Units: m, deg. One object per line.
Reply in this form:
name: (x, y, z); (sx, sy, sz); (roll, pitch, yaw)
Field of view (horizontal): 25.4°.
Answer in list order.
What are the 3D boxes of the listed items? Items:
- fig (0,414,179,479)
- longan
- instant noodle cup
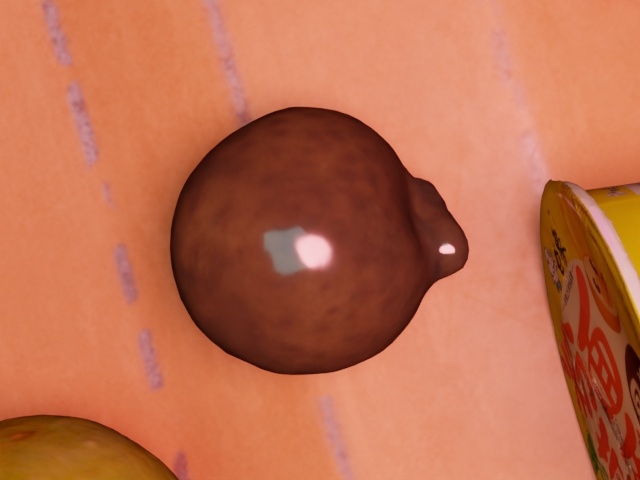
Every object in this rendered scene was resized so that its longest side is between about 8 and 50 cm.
fig: (-0.196, 0.247, 0.922); (0.258, 0.326, 0.258); (-1, 87, 12)
longan: (0.000, 0.000, 0.973); (0.204, 0.159, 0.185); (2, 82, -4)
instant noodle cup: (0.286, 0.083, 0.875); (0.221, 0.311, 0.311); (-15, 89, 0)
